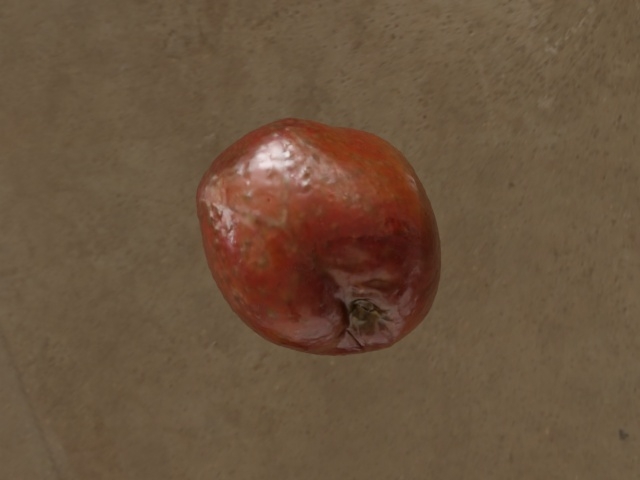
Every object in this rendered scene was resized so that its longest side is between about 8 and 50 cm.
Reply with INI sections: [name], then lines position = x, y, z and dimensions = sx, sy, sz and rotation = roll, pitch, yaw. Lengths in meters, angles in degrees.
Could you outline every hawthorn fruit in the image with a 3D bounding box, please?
[hawthorn fruit]
position = 0.000, 0.000, 0.532
dimensions = 0.128, 0.128, 0.128
rotation = 5, 107, 16
